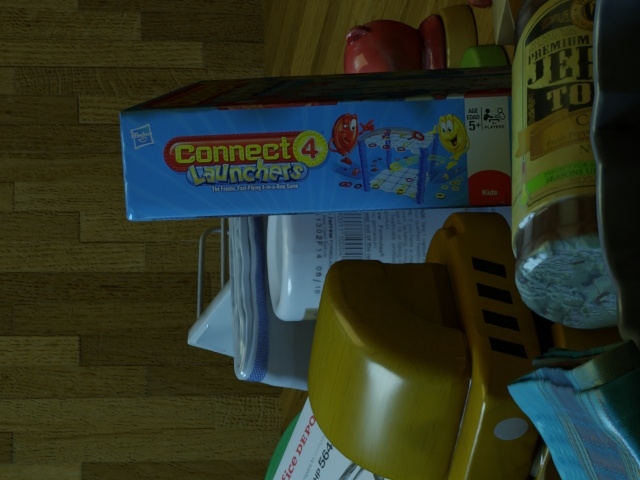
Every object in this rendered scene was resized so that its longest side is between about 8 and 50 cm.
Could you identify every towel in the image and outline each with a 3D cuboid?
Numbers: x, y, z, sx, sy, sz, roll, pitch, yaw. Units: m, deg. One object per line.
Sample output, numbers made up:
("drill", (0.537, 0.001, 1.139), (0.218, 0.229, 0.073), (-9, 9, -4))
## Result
("towel", (0.041, 0.049, 1.830), (0.034, 0.285, 0.209), (-33, 53, 54))
("towel", (0.197, 0.233, 1.040), (0.271, 0.040, 0.370), (117, 133, -84))

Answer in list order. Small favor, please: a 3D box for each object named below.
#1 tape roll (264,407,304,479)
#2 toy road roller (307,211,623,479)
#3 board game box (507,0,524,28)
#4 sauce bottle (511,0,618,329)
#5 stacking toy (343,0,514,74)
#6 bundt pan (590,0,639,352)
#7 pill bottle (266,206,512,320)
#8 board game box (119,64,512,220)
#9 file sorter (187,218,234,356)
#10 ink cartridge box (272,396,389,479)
("tape roll", (0.054, 0.307, 1.904), (0.321, 0.077, 0.321), (-12, 75, 52))
("toy road roller", (0.120, 0.127, 1.335), (0.202, 0.240, 0.329), (98, 169, -46))
("board game box", (0.158, -0.212, 1.491), (0.124, 0.039, 0.259), (-88, -20, -55))
("sauce bottle", (0.183, -0.108, 1.316), (0.111, 0.111, 0.344), (101, 173, -54))
("stacking toy", (0.103, -0.216, 1.860), (0.279, 0.130, 0.309), (-101, 13, -54))
("bundt pan", (0.235, -0.076, 0.936), (0.331, 0.124, 0.331), (179, 90, -82))
("pill bottle", (0.072, 0.007, 1.721), (0.131, 0.229, 0.131), (180, 90, -82))
("board game box", (0.020, -0.085, 1.565), (0.308, 0.302, 0.086), (-49, -43, -78))
("file sorter", (0.000, 0.000, 2.103), (0.278, 0.193, 0.173), (-49, 32, 45))
("ink cartridge box", (0.047, 0.247, 1.786), (0.203, 0.086, 0.148), (45, 120, 46))
